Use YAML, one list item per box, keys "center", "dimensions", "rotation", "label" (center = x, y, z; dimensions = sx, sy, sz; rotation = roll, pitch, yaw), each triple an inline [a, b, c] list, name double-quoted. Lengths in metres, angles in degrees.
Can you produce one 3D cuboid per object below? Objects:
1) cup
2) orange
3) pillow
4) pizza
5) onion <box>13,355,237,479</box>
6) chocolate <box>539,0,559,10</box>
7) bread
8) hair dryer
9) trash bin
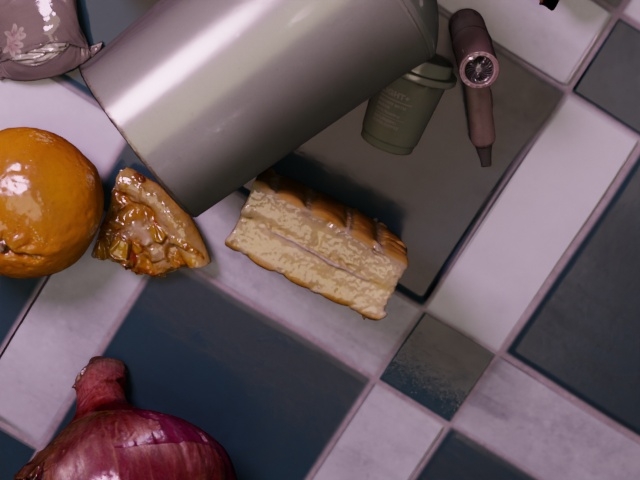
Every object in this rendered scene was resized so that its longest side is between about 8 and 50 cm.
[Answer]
- center: [0.116, -0.194, 1.837]
  dimensions: [0.120, 0.120, 0.141]
  rotation: [19, 110, 0]
  label: "cup"
- center: [-0.413, -0.051, 1.864]
  dimensions: [0.219, 0.193, 0.219]
  rotation: [-4, 112, -9]
  label: "orange"
- center: [-0.416, -0.351, 1.867]
  dimensions: [0.169, 0.059, 0.255]
  rotation: [-12, 101, 9]
  label: "pillow"
- center: [-0.264, -0.011, 1.923]
  dimensions: [0.161, 0.062, 0.182]
  rotation: [-27, 100, 14]
  label: "pizza"
- center: [-0.283, 0.341, 1.896]
  dimensions: [0.348, 0.348, 0.385]
  rotation: [-21, 61, 7]
  label: "onion"
- center: [0.272, -0.400, 1.783]
  dimensions: [0.133, 0.156, 0.156]
  rotation: [17, 102, 16]
  label: "chocolate"
- center: [0.000, 0.000, 1.818]
  dimensions: [0.239, 0.246, 0.111]
  rotation: [27, 99, -4]
  label: "bread"
- center: [0.213, -0.183, 1.807]
  dimensions: [0.054, 0.195, 0.220]
  rotation: [-6, 115, 4]
  label: "hair dryer"
- center: [-0.060, -0.252, 1.679]
  dimensions: [0.432, 0.280, 0.280]
  rotation: [-37, 97, 1]
  label: "trash bin"
